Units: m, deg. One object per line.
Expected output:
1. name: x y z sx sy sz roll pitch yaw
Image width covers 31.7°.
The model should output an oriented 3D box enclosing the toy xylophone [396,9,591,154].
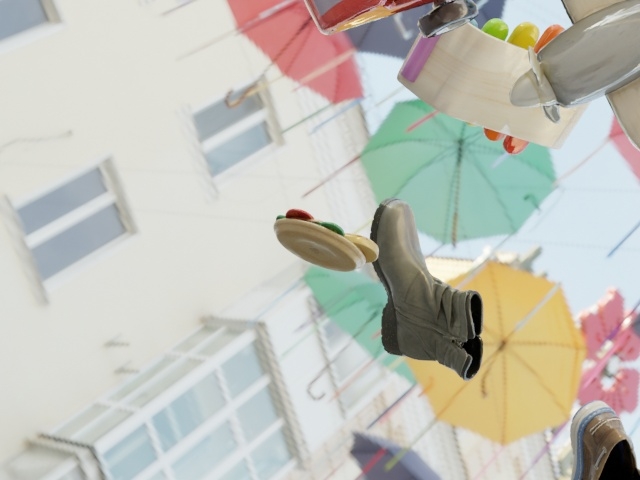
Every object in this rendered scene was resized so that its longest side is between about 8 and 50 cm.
1. toy xylophone: 0.271 -0.232 1.498 0.236 0.322 0.081 -54 -136 17

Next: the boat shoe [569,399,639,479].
1. boat shoe: 0.306 0.258 1.197 0.066 0.066 0.183 51 -16 55

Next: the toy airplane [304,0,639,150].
1. toy airplane: 0.174 -0.300 0.919 0.386 0.272 0.384 25 -68 20

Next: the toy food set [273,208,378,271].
1. toy food set: 0.000 0.000 0.907 0.082 0.020 0.083 31 -20 -24

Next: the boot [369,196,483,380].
1. boot: 0.158 0.064 1.557 0.161 0.083 0.247 10 -66 45
